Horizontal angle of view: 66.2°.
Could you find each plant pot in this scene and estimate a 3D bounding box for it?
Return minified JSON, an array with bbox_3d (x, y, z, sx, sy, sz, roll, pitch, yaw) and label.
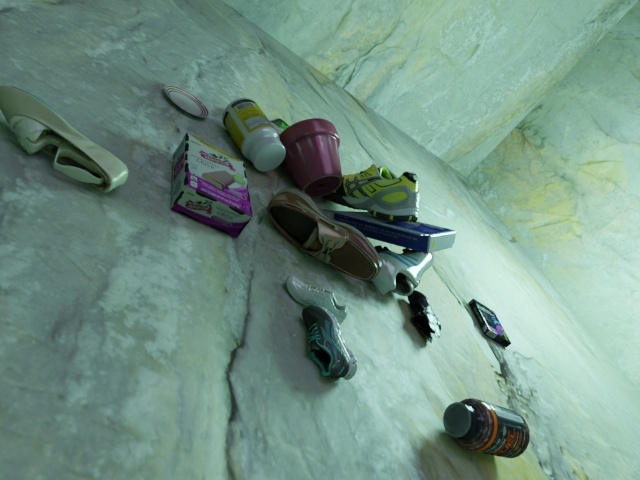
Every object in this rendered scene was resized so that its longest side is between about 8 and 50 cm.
[{"bbox_3d":[-0.021,-0.237,1.490,0.201,0.201,0.180,8,56,-51],"label":"plant pot"}]

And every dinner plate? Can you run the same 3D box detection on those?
[{"bbox_3d":[-0.383,-0.393,1.402,0.141,0.017,0.141,34,24,-18],"label":"dinner plate"}]

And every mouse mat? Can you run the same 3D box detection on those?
[{"bbox_3d":[-0.119,-0.391,1.812,0.152,0.007,0.190,40,23,-2],"label":"mouse mat"}]

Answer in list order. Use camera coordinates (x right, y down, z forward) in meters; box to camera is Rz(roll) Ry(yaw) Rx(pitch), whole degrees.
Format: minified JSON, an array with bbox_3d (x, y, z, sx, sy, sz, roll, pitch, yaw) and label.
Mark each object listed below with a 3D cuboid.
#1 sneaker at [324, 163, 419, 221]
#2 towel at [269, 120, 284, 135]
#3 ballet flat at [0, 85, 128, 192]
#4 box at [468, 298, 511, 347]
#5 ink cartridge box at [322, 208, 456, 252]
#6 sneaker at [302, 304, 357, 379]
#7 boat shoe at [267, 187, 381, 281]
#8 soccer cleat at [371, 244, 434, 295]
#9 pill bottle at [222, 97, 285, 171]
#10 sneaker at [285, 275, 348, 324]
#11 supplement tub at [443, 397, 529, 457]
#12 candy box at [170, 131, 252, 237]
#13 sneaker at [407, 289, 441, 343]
[{"bbox_3d":[0.151,-0.161,1.503,0.384,0.147,0.145,19,12,42],"label":"sneaker"},{"bbox_3d":[-0.168,-0.355,1.572,0.197,0.029,0.144,40,19,34],"label":"towel"},{"bbox_3d":[-0.453,-0.166,0.844,0.248,0.086,0.086,34,25,-18],"label":"ballet flat"},{"bbox_3d":[0.582,0.282,1.692,0.116,0.029,0.162,31,25,-23],"label":"box"},{"bbox_3d":[0.201,-0.029,1.427,0.303,0.072,0.307,17,13,31],"label":"ink cartridge box"},{"bbox_3d":[0.004,0.191,0.936,0.076,0.065,0.166,5,41,-48],"label":"sneaker"},{"bbox_3d":[0.000,0.000,1.202,0.324,0.123,0.116,34,27,6],"label":"boat shoe"},{"bbox_3d":[0.242,0.096,1.415,0.331,0.116,0.143,1,55,-49],"label":"soccer cleat"},{"bbox_3d":[-0.190,-0.303,1.413,0.119,0.119,0.209,9,40,-50],"label":"pill bottle"},{"bbox_3d":[-0.006,0.120,1.042,0.152,0.061,0.054,40,26,0],"label":"sneaker"},{"bbox_3d":[0.349,0.398,1.047,0.197,0.106,0.106,25,29,-32],"label":"supplement tub"},{"bbox_3d":[-0.243,-0.127,1.092,0.159,0.071,0.233,25,28,-31],"label":"candy box"},{"bbox_3d":[0.277,0.202,1.339,0.089,0.051,0.170,16,37,-52],"label":"sneaker"}]
